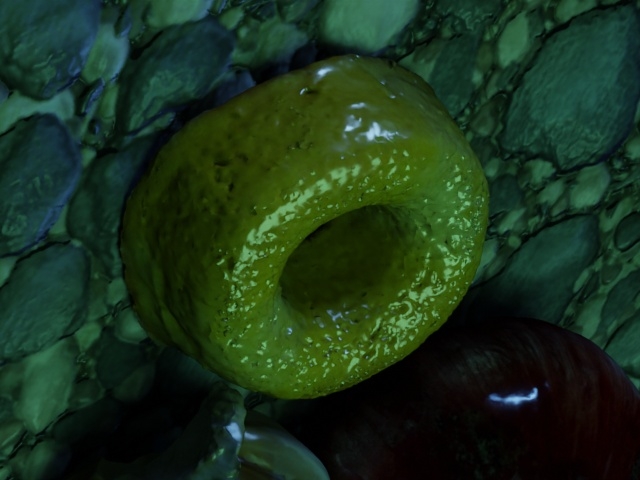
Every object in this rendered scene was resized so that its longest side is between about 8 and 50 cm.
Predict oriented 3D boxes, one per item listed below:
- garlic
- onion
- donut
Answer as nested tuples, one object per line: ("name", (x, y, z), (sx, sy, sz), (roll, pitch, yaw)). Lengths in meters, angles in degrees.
("garlic", (-0.089, 0.228, 1.396), (0.214, 0.160, 0.191), (-31, 133, 9))
("onion", (0.143, 0.239, 1.536), (0.347, 0.285, 0.347), (-13, 118, -25))
("donut", (0.002, -0.001, 1.362), (0.277, 0.108, 0.277), (-21, 132, -25))
